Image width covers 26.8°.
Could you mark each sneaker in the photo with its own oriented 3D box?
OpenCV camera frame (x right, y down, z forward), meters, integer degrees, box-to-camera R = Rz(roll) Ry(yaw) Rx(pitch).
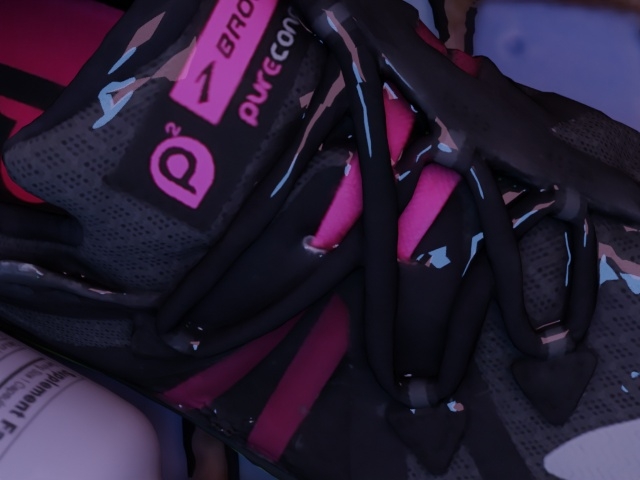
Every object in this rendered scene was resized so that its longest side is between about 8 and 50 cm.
[{"bbox_3d":[0.000,0.000,0.451,0.482,0.202,0.185,16,78,16],"label":"sneaker"}]

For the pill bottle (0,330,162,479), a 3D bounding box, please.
[{"bbox_3d":[-0.156,0.099,0.468,0.283,0.160,0.160,28,72,5],"label":"pill bottle"}]
